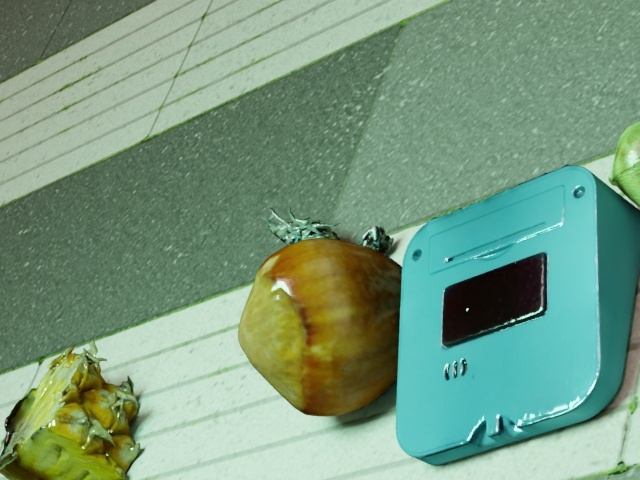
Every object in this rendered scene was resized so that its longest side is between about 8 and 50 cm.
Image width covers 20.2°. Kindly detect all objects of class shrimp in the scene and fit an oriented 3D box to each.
[{"bbox_3d":[-0.002,0.004,1.960,0.174,0.082,0.076,9,54,50],"label":"shrimp"}]

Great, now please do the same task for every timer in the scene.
[{"bbox_3d":[0.180,0.078,1.638,0.232,0.091,0.250,-21,48,38],"label":"timer"}]

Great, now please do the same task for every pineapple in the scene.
[{"bbox_3d":[-0.291,0.217,2.072,0.186,0.114,0.236,-47,17,0],"label":"pineapple"}]

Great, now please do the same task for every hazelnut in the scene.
[{"bbox_3d":[0.009,0.074,1.757,0.182,0.182,0.182,-34,30,23],"label":"hazelnut"}]

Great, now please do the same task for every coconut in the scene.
[{"bbox_3d":[0.303,-0.068,1.623,0.096,0.088,0.088,-21,36,26],"label":"coconut"}]
